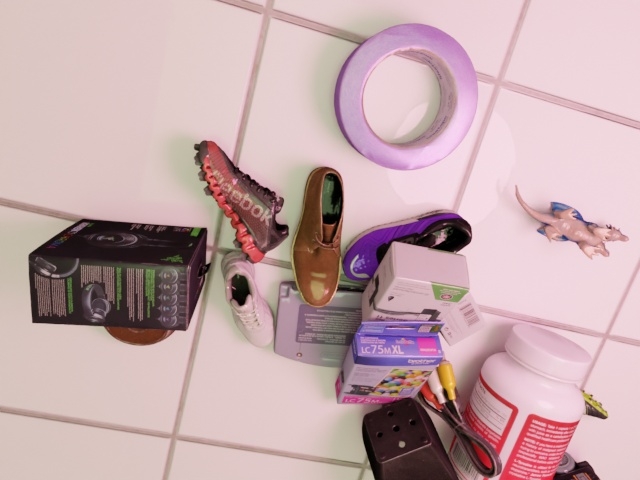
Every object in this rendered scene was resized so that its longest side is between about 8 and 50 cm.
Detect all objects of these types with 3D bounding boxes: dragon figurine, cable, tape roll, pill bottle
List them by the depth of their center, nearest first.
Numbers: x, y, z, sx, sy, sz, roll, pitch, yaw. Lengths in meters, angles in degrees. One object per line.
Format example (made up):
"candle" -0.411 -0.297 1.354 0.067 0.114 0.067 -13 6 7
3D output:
"tape roll" 0.168 -0.283 0.963 0.275 0.090 0.274 -1 106 -5
"dragon figurine" 0.548 -0.034 1.074 0.289 0.144 0.085 25 105 8
"cable" 0.297 0.408 1.104 0.072 0.287 0.139 12 134 -36
"pill bottle" 0.464 0.416 1.125 0.229 0.229 0.407 13 105 -9

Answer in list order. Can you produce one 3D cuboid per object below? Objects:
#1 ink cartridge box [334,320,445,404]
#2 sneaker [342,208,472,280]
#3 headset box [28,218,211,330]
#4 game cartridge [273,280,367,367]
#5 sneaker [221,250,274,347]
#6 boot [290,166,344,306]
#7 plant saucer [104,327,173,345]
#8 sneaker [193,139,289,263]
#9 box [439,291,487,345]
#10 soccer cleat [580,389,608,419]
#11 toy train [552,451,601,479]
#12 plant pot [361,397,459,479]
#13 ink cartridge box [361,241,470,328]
"ink cartridge box" 0.148 0.279 1.060 0.186 0.065 0.311 3 137 -8
"sneaker" 0.187 0.017 1.022 0.293 0.146 0.102 -22 107 1
"headset box" -0.359 0.059 0.930 0.283 0.246 0.131 5 107 -6
"game cartridge" 0.043 0.200 1.113 0.294 0.060 0.196 6 102 -7
"sneaker" -0.164 0.145 1.043 0.090 0.115 0.232 -20 107 1
"boot" 0.000 0.000 0.997 0.112 0.115 0.305 3 99 -9
"plant saucer" -0.398 0.178 1.045 0.168 0.029 0.168 -3 129 -4
"sneaker" -0.153 -0.091 0.984 0.135 0.097 0.276 -26 109 3
"box" 0.308 0.166 1.109 0.102 0.087 0.101 -30 107 5
"soccer cleat" 0.657 0.420 1.238 0.179 0.060 0.072 30 111 -6
"toy train" 0.567 0.666 1.228 0.334 0.190 0.142 -15 107 -1
"plant pot" 0.192 0.482 1.118 0.188 0.187 0.167 -22 125 1
"ink cartridge box" 0.184 0.106 0.972 0.153 0.087 0.208 10 143 -8
